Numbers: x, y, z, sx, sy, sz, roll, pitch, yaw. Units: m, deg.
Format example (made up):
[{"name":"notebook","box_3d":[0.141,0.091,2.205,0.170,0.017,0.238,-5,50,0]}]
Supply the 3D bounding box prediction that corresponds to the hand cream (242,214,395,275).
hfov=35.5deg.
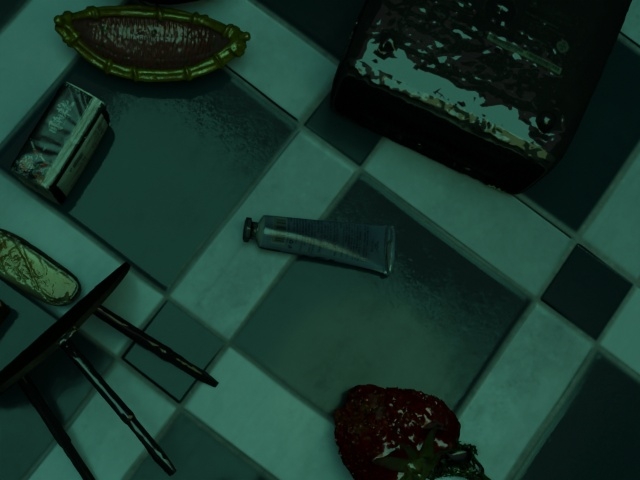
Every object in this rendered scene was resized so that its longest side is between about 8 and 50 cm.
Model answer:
[{"name":"hand cream","box_3d":[0.000,0.000,1.657,0.256,0.055,0.088,7,70,-7]}]

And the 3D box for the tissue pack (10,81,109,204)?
[{"name":"tissue pack","box_3d":[-0.416,-0.156,1.613,0.090,0.103,0.170,29,77,4]}]

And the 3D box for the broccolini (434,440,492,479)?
[{"name":"broccolini","box_3d":[0.293,0.404,1.627,0.254,0.071,0.057,32,35,-6]}]

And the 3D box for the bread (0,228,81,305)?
[{"name":"bread","box_3d":[-0.478,0.037,1.594,0.214,0.053,0.073,30,81,-3]}]

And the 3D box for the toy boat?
[{"name":"toy boat","box_3d":[-0.278,-0.332,1.669,0.318,0.099,0.141,4,78,-9]}]

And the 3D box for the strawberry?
[{"name":"strawberry","box_3d":[0.109,0.305,1.558,0.184,0.187,0.201,-16,40,-39]}]

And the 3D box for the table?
[{"name":"table","box_3d":[-0.330,0.237,1.504,0.317,0.317,0.249,-43,100,-12]}]

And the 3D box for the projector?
[{"name":"projector","box_3d":[0.265,-0.337,1.657,0.395,0.242,0.405,26,78,-2]}]

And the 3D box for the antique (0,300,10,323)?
[{"name":"antique","box_3d":[-0.640,0.050,1.556,0.310,0.087,0.093,35,75,2]}]

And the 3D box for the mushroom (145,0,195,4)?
[{"name":"mushroom","box_3d":[-0.249,-0.557,1.654,0.345,0.239,0.345,0,94,0]}]
